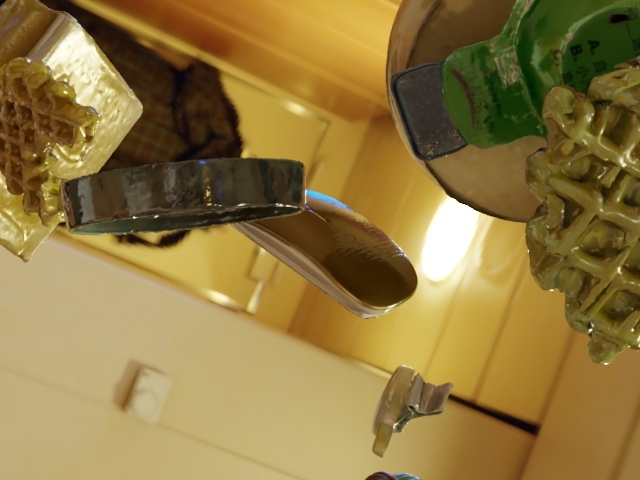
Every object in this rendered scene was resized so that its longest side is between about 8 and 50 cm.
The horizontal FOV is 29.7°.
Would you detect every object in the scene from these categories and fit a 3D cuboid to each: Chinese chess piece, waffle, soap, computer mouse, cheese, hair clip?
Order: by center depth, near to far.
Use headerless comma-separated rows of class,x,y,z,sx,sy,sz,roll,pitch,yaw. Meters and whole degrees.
waffle,0.323,-0.037,1.007,0.073,0.317,0.297,-114,-172,-62
cheese,0.228,-0.163,1.136,0.320,0.204,0.083,-16,-160,14
waffle,-0.291,-0.106,1.259,0.051,0.149,0.194,-42,-179,-41
Chinese chess piece,0.237,-0.178,1.270,0.338,0.338,0.140,-59,-170,23
computer mouse,0.000,0.000,1.373,0.126,0.245,0.056,-21,136,-45
hair clip,0.122,0.259,1.816,0.159,0.071,0.218,-63,-177,-22
soap,-0.456,-0.165,1.834,0.335,0.156,0.293,-54,150,-13

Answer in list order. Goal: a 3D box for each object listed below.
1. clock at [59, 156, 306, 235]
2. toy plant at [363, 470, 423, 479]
clock,-0.117,-0.036,1.051,0.215,0.214,0.042,165,-81,-71
toy plant,0.124,0.428,1.993,0.143,0.200,0.105,-37,-115,56
